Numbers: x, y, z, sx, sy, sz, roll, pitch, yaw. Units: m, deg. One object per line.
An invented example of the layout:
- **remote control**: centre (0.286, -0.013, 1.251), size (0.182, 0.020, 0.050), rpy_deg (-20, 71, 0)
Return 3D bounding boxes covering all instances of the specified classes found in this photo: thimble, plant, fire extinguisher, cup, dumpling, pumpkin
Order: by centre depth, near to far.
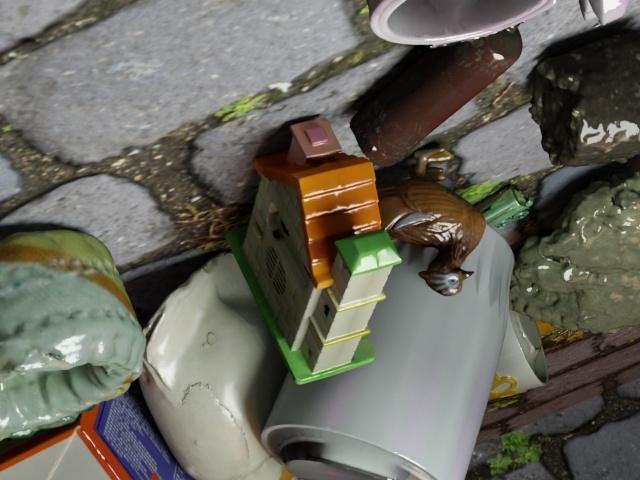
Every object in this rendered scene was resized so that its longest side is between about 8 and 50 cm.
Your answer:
- **fire extinguisher**: centre (0.128, -0.178, 1.470), size (0.089, 0.072, 0.268), rpy_deg (31, 134, -21)
- **thimble**: centre (-0.334, 0.107, 1.568), size (0.254, 0.167, 0.288), rpy_deg (-26, 161, 8)
- **plant**: centre (0.383, -0.178, 1.634), size (0.275, 0.149, 0.146), rpy_deg (-16, 176, -9)
- **cup**: centre (0.100, 0.153, 1.797), size (0.253, 0.371, 0.253), rpy_deg (18, 153, 10)
- **dumpling**: centre (-0.108, 0.178, 1.856), size (0.181, 0.341, 0.260), rpy_deg (-15, -152, 51)
- **cup**: centre (0.276, 0.204, 2.454), size (0.226, 0.185, 0.241), rpy_deg (-22, 148, 16)
- **pumpkin**: centre (0.457, 0.132, 2.597), size (0.258, 0.095, 0.290), rpy_deg (-31, 162, 14)

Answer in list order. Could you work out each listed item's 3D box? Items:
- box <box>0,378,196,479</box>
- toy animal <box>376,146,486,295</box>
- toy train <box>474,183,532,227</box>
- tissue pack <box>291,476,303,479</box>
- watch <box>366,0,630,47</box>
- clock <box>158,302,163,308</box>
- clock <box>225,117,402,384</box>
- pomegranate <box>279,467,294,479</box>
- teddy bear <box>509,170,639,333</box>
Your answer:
- **box**: centre (-0.331, 0.365, 1.857), size (0.319, 0.348, 0.257), rpy_deg (-28, -159, 14)
- **toy animal**: centre (0.107, -0.020, 1.717), size (0.188, 0.179, 0.089), rpy_deg (6, 156, 0)
- **toy train**: centre (0.230, -0.029, 2.014), size (0.148, 0.038, 0.071), rpy_deg (-31, 156, 25)
- **tissue pack**: centre (-0.010, 0.339, 2.438), size (0.183, 0.226, 0.092), rpy_deg (-20, 159, -8)
- **watch**: centre (0.133, -0.241, 1.146), size (0.218, 0.210, 0.248), rpy_deg (-16, 170, 8)
- **clock**: centre (-0.181, 0.081, 1.895), size (0.074, 0.010, 0.083), rpy_deg (-13, 159, -24)
- **clock**: centre (0.000, 0.000, 1.589), size (0.106, 0.219, 0.255), rpy_deg (-15, 152, -23)
- **pomegranate**: centre (-0.138, 0.263, 2.064), size (0.264, 0.264, 0.264), rpy_deg (-20, 161, -7)
- **teddy bear**: centre (0.451, -0.010, 2.132), size (0.357, 0.224, 0.367), rpy_deg (-19, 146, -4)
